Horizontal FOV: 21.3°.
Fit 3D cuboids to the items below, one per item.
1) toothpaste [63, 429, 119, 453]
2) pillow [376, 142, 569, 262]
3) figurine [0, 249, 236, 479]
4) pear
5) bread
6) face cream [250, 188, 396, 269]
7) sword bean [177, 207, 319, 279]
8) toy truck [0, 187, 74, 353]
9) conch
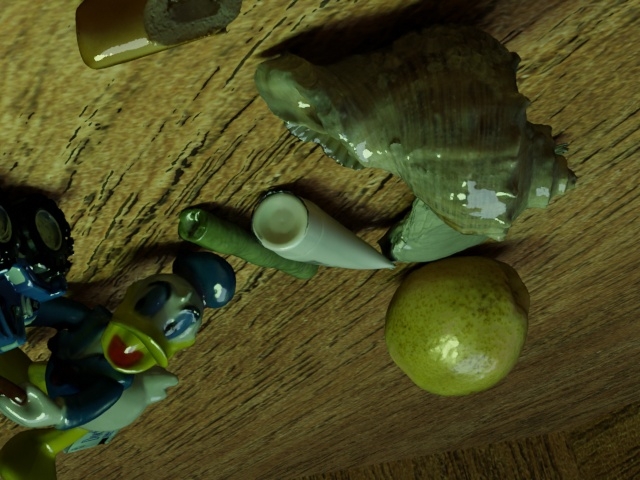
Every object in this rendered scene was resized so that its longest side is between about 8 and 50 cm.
[{"bbox_3d":[-0.266,0.179,2.037,0.067,0.081,0.336,-12,166,-20],"label":"toothpaste"},{"bbox_3d":[0.147,-0.034,1.690,0.148,0.050,0.229,-18,167,-15],"label":"pillow"},{"bbox_3d":[-0.233,0.094,1.688,0.338,0.204,0.283,-33,152,21],"label":"figurine"},{"bbox_3d":[0.164,0.092,1.986,0.178,0.178,0.178,-13,165,-3],"label":"pear"},{"bbox_3d":[-0.102,-0.140,1.050,0.103,0.049,0.062,-17,-175,7],"label":"bread"},{"bbox_3d":[0.000,0.000,1.653,0.092,0.058,0.244,15,176,19],"label":"face cream"},{"bbox_3d":[-0.062,0.008,1.663,0.038,0.043,0.269,-49,157,9],"label":"sword bean"},{"bbox_3d":[-0.290,0.025,1.346,0.113,0.126,0.208,-20,163,22],"label":"toy truck"},{"bbox_3d":[0.068,-0.081,1.248,0.245,0.163,0.178,17,145,-1],"label":"conch"}]
